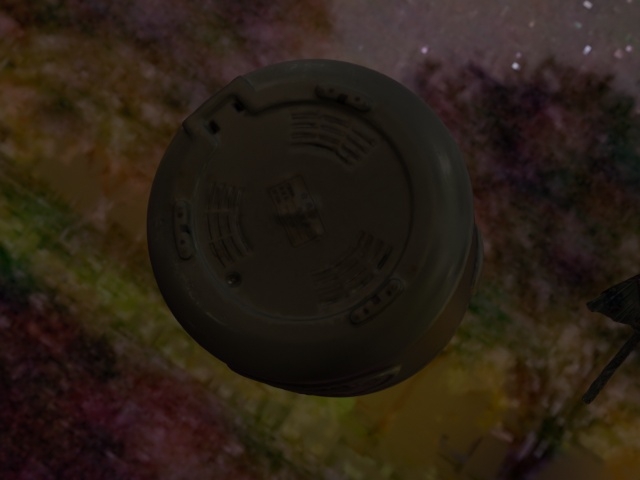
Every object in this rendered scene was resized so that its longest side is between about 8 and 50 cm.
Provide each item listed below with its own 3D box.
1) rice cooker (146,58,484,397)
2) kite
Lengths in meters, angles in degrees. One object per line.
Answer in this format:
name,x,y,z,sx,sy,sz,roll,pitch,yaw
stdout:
rice cooker,0.000,0.002,0.980,0.288,0.288,0.277,34,-5,13
kite,0.276,0.080,0.948,0.005,0.153,0.137,31,-2,-38
